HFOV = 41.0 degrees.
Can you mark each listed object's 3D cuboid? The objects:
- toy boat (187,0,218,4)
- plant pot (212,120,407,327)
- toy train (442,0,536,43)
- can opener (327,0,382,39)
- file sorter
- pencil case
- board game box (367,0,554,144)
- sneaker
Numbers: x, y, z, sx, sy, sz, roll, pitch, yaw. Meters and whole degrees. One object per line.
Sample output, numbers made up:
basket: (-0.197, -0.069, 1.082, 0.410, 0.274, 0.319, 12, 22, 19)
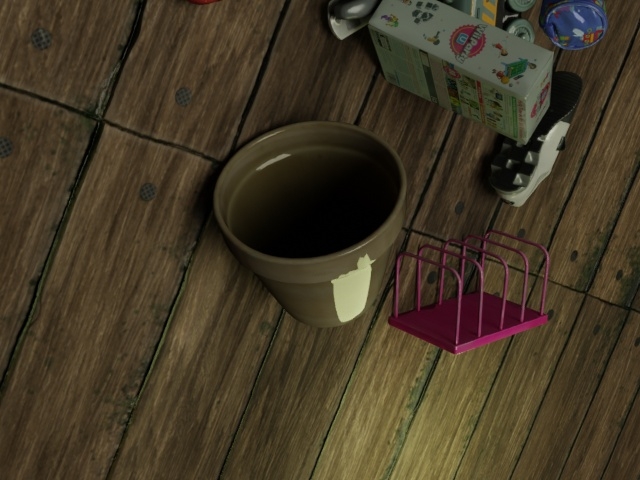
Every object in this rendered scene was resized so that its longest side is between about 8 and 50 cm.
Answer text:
toy boat: (-0.167, -0.461, 1.255, 0.151, 0.151, 0.231, -44, 129, -18)
plant pot: (0.000, 0.000, 1.499, 0.323, 0.323, 0.280, -39, 143, -22)
toy train: (0.319, -0.487, 1.667, 0.190, 0.142, 0.333, -9, 115, -24)
can opener: (0.123, -0.447, 1.548, 0.280, 0.093, 0.074, -38, 126, -28)
file sorter: (0.325, 0.098, 1.851, 0.291, 0.202, 0.182, -12, 111, -36)
pencil case: (0.501, -0.517, 1.722, 0.119, 0.133, 0.306, 56, 33, -43)
board game box: (0.249, -0.306, 1.512, 0.097, 0.303, 0.224, -58, 162, -5)
sneaker: (0.485, -0.225, 1.926, 0.330, 0.123, 0.146, -57, 150, -8)
